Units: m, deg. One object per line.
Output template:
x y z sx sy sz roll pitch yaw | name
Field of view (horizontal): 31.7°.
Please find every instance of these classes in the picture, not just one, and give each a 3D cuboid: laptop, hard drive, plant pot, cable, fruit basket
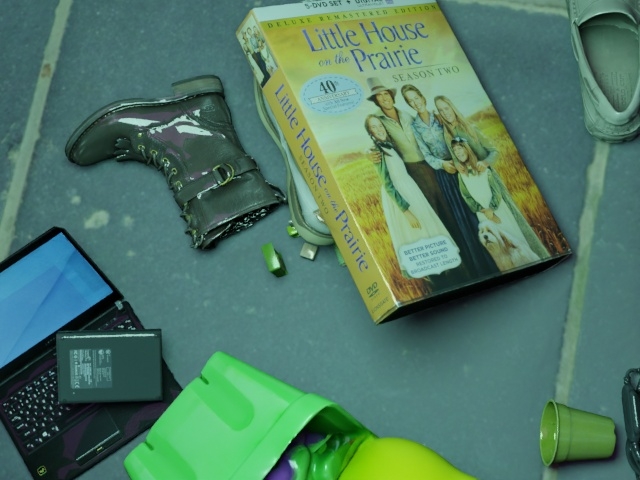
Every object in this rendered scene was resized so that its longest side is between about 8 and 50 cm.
-0.351 0.161 1.480 0.234 0.136 0.264 -34 74 0 | laptop
-0.274 0.164 1.470 0.135 0.022 0.094 -1 98 -6 | hard drive
0.321 0.241 1.398 0.079 0.083 0.083 5 77 -4 | plant pot
0.454 0.238 1.395 0.150 0.047 0.184 -5 74 2 | cable
0.015 0.314 1.271 0.392 0.392 0.283 39 85 15 | fruit basket

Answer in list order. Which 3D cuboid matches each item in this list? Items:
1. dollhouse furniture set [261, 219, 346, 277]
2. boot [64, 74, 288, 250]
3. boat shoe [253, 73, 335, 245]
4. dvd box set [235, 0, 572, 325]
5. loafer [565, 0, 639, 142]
0.000 0.000 1.506 0.151 0.058 0.076 -20 75 3 | dollhouse furniture set
-0.200 -0.090 1.540 0.263 0.091 0.229 -23 74 0 | boot
-0.005 -0.150 1.490 0.113 0.103 0.302 -4 65 -30 | boat shoe
0.109 -0.123 1.432 0.307 0.062 0.420 -13 70 -35 | dvd box set
0.384 -0.290 1.489 0.112 0.111 0.319 -6 76 7 | loafer
